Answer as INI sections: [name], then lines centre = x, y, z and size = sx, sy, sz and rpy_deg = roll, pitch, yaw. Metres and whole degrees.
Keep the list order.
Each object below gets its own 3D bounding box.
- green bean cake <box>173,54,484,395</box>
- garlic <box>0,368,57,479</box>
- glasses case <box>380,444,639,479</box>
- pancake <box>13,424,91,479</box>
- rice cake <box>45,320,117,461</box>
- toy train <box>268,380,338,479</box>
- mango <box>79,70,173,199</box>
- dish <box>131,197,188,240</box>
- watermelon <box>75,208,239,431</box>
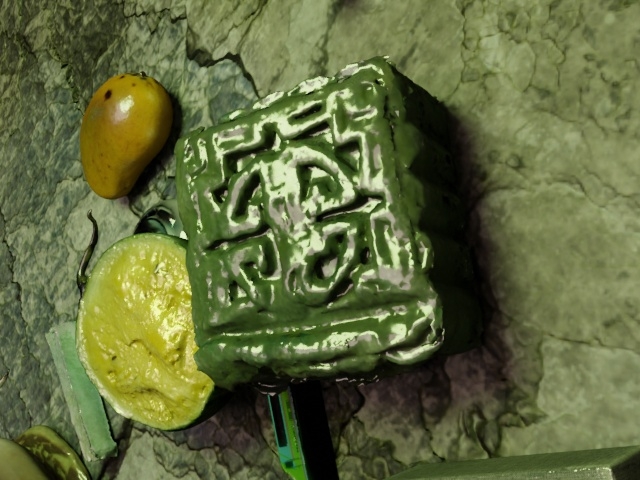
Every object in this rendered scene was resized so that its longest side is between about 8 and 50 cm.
[green bean cake]
centre = 0.000, 0.000, 0.670
size = 0.241, 0.132, 0.254
rpy_deg = -12, 78, 26
[garlic]
centre = -0.422, 0.369, 0.962
size = 0.340, 0.231, 0.245
rpy_deg = 40, 108, 25
[glasses case]
centre = 0.141, 0.191, 0.584
size = 0.205, 0.071, 0.047
rpy_deg = -19, 77, 41
[pancake]
centre = -0.396, 0.388, 1.106
size = 0.250, 0.031, 0.250
rpy_deg = -3, 85, 43
[rice cake]
centre = -0.325, 0.203, 1.047
size = 0.034, 0.043, 0.210
rpy_deg = -50, 55, 38
[toy train]
centre = -0.027, 0.157, 0.765
size = 0.042, 0.044, 0.209
rpy_deg = -25, 70, 39
[mango]
centre = -0.251, -0.135, 0.978
size = 0.178, 0.090, 0.115
rpy_deg = -46, 64, 41
[dish]
centre = -0.202, 0.015, 0.921
size = 0.141, 0.078, 0.141
rpy_deg = -5, 82, 44
[watermelon]
centre = -0.158, 0.091, 0.834
size = 0.232, 0.127, 0.204
rpy_deg = 19, 103, 32
